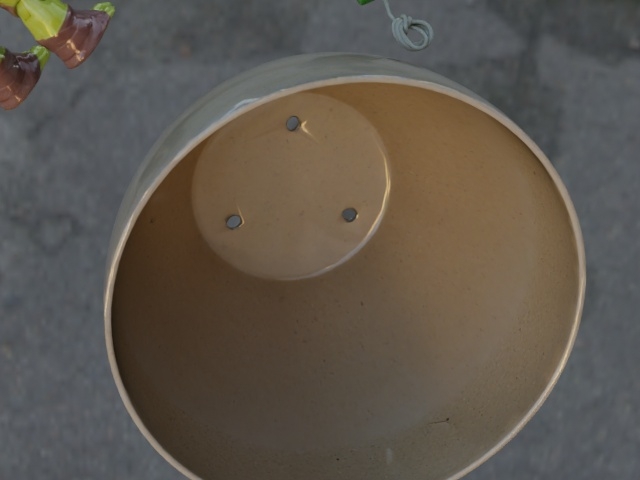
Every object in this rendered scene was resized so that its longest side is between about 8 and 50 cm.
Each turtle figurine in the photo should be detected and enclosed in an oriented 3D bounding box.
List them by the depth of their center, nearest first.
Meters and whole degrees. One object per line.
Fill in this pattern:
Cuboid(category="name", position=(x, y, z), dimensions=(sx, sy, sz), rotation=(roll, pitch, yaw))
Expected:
Cuboid(category="turtle figurine", position=(-0.244, -0.192, 1.330), dimensions=(0.217, 0.269, 0.087), rotation=(40, 25, -28))

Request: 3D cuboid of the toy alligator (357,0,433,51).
Cuboid(category="toy alligator", position=(0.017, -0.193, 1.345), dimensions=(0.056, 0.051, 0.189), rotation=(-27, 73, -14))

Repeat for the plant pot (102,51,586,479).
Cuboid(category="plant pot", position=(0.000, 0.000, 1.234), dimensions=(0.284, 0.284, 0.191), rotation=(-5, 25, -10))
